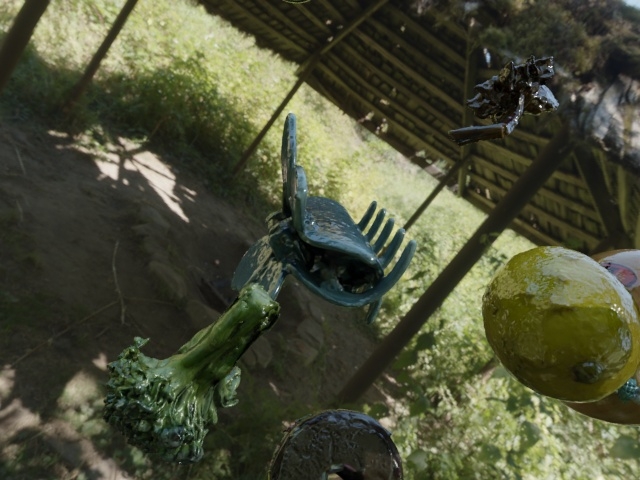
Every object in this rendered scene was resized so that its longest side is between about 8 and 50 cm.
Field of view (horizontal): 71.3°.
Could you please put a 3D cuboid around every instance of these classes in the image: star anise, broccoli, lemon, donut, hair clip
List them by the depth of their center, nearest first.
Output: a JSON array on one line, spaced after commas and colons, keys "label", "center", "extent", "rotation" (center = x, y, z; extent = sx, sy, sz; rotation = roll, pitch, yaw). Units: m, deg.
[{"label": "broccoli", "center": [-0.153, 0.194, 0.639], "extent": [0.177, 0.275, 0.198], "rotation": [53, -6, 45]}, {"label": "lemon", "center": [0.420, 0.142, 0.795], "extent": [0.260, 0.260, 0.284], "rotation": [33, 23, -34]}, {"label": "donut", "center": [0.030, 0.448, 0.824], "extent": [0.270, 0.269, 0.103], "rotation": [39, -21, 2]}, {"label": "hair clip", "center": [0.000, 0.000, 0.837], "extent": [0.238, 0.392, 0.318], "rotation": [17, 16, -16]}, {"label": "star anise", "center": [0.438, -0.320, 1.071], "extent": [0.148, 0.346, 0.237], "rotation": [53, -24, 14]}]

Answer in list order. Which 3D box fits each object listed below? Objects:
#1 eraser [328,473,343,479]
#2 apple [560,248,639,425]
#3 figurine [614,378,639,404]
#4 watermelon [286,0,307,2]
[{"label": "eraser", "center": [-0.043, 0.575, 0.960], "extent": [0.087, 0.291, 0.171], "rotation": [-81, 150, -54]}, {"label": "apple", "center": [0.670, 0.215, 1.008], "extent": [0.391, 0.391, 0.346], "rotation": [38, 0, 1]}, {"label": "figurine", "center": [0.542, 0.259, 0.824], "extent": [0.106, 0.060, 0.047], "rotation": [25, 0, 28]}, {"label": "watermelon", "center": [-0.081, -0.757, 1.205], "extent": [0.232, 0.204, 0.127], "rotation": [21, 14, -15]}]
